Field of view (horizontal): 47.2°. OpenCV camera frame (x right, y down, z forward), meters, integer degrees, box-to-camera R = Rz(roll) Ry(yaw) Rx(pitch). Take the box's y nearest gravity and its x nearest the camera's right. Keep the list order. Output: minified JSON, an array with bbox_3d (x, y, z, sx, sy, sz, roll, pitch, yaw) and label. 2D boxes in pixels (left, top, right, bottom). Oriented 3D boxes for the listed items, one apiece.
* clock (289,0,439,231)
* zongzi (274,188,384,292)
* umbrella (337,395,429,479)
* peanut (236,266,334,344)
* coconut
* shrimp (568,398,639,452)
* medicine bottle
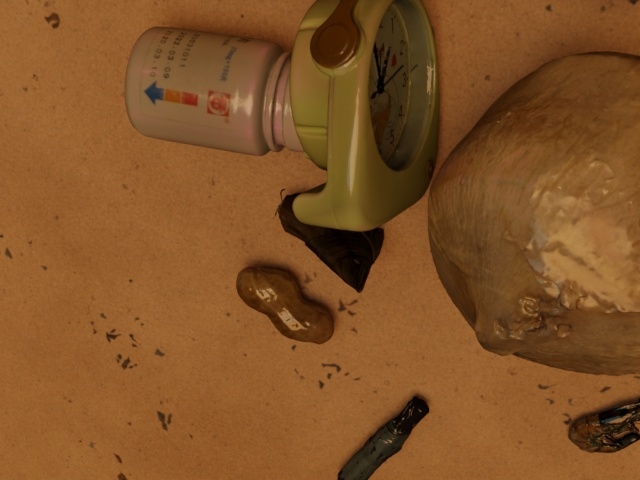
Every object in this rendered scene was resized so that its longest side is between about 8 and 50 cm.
[{"bbox_3d":[0.063,-0.203,0.984,0.117,0.286,0.349,7,109,28],"label":"clock"},{"bbox_3d":[0.000,0.000,1.130,0.187,0.184,0.084,26,115,3],"label":"zongzi"},{"bbox_3d":[0.113,0.375,1.329,0.053,0.052,0.250,37,117,-4],"label":"umbrella"},{"bbox_3d":[-0.058,0.109,1.251,0.192,0.089,0.089,40,116,-9],"label":"peanut"},{"bbox_3d":[0.313,-0.003,0.911,0.404,0.404,0.405,5,113,13],"label":"coconut"},{"bbox_3d":[0.495,0.311,1.218,0.161,0.034,0.091,-33,112,30],"label":"shrimp"},{"bbox_3d":[-0.125,-0.215,1.083,0.292,0.170,0.170,11,114,11],"label":"medicine bottle"}]
